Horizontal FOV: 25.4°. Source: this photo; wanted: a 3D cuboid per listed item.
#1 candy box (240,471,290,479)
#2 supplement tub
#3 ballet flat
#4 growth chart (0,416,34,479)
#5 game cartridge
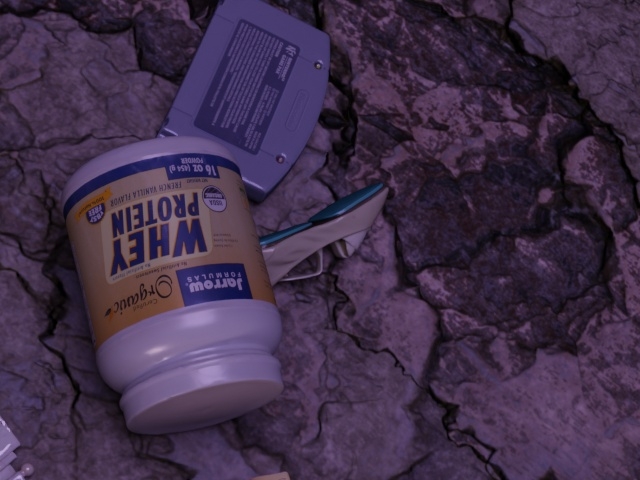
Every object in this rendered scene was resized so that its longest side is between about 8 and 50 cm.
[{"bbox_3d":[-0.087,0.437,1.626,0.183,0.087,0.316,-8,60,-20],"label":"candy box"},{"bbox_3d":[-0.176,0.056,1.724,0.228,0.228,0.316,-7,69,-25],"label":"supplement tub"},{"bbox_3d":[0.000,0.000,1.919,0.248,0.086,0.086,-25,77,-28],"label":"ballet flat"},{"bbox_3d":[-0.449,0.225,1.655,0.172,0.021,0.237,-28,79,-30],"label":"growth chart"},{"bbox_3d":[-0.097,-0.200,1.983,0.196,0.060,0.294,24,59,-6],"label":"game cartridge"}]
